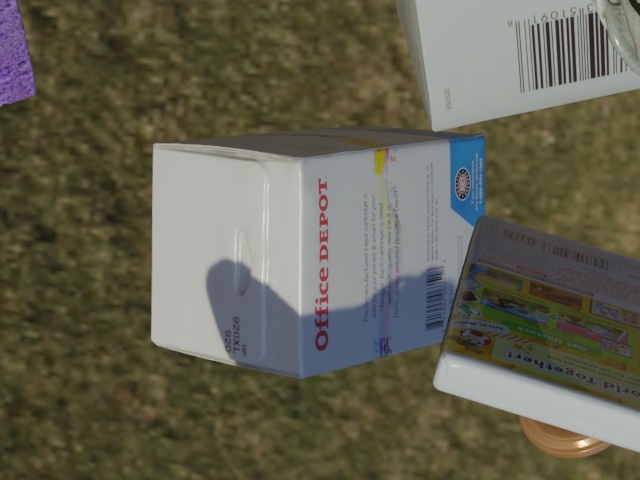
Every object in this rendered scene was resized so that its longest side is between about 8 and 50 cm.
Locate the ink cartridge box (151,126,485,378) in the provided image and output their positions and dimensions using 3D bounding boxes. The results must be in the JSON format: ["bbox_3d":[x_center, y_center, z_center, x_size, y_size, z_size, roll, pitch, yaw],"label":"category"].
[{"bbox_3d":[0.000,0.000,1.481,0.233,0.168,0.171,-9,102,-48],"label":"ink cartridge box"}]

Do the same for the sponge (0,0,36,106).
[{"bbox_3d":[-0.211,-0.171,1.090,0.210,0.031,0.117,103,-37,-71],"label":"sponge"}]

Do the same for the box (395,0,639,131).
[{"bbox_3d":[0.128,-0.177,1.004,0.182,0.181,0.119,78,0,-47],"label":"box"}]

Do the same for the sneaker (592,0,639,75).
[{"bbox_3d":[0.147,-0.137,0.734,0.118,0.292,0.110,-32,152,-12],"label":"sneaker"}]

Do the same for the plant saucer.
[{"bbox_3d":[0.179,0.114,1.276,0.083,0.083,0.013,-62,143,-28],"label":"plant saucer"}]

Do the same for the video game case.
[{"bbox_3d":[0.186,0.064,1.043,0.206,0.227,0.026,-65,171,-65],"label":"video game case"}]
